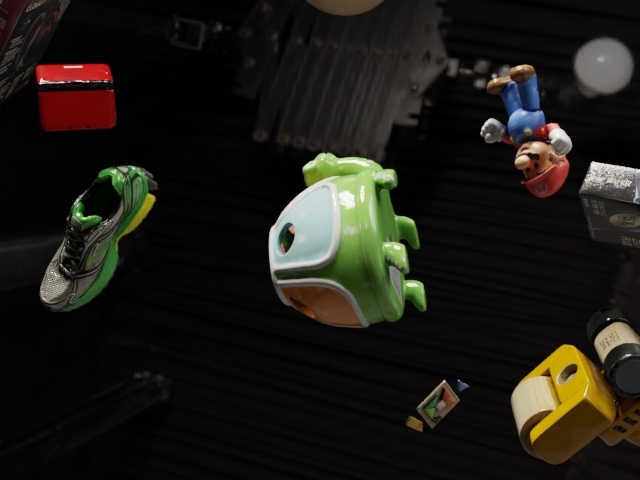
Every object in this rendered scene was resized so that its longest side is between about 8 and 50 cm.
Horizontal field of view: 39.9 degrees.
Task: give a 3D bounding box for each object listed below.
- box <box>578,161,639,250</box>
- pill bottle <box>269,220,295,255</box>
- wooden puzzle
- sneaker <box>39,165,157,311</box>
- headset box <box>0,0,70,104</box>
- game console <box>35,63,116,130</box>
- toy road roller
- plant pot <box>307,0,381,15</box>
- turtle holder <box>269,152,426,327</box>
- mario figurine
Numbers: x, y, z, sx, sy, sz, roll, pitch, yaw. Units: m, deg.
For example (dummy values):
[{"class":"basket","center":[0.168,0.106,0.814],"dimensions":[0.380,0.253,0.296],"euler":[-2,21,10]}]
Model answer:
[{"class":"box","center":[0.593,-0.060,1.700],"dimensions":[0.077,0.147,0.180],"euler":[-63,-34,-20]},{"class":"pill bottle","center":[-0.011,0.039,2.464],"dimensions":[0.407,0.229,0.229],"euler":[-147,67,-68]},{"class":"wooden puzzle","center":[0.195,0.272,1.450],"dimensions":[0.116,0.014,0.078],"euler":[-49,-47,-3]},{"class":"sneaker","center":[-0.477,-0.010,1.782],"dimensions":[0.344,0.134,0.146],"euler":[-59,-21,7]},{"class":"headset box","center":[-0.484,-0.339,1.346],"dimensions":[0.293,0.110,0.218],"euler":[-49,11,31]},{"class":"game console","center":[-0.484,-0.285,1.743],"dimensions":[0.124,0.144,0.085],"euler":[-118,30,-48]},{"class":"toy road roller","center":[0.561,0.321,1.716],"dimensions":[0.329,0.240,0.202],"euler":[-43,13,18]},{"class":"plant pot","center":[0.066,-0.666,1.994],"dimensions":[0.191,0.284,0.284],"euler":[-130,52,-81]},{"class":"turtle holder","center":[0.034,-0.012,1.452],"dimensions":[0.243,0.227,0.320],"euler":[24,-125,-75]},{"class":"mario figurine","center":[0.495,-0.257,2.142],"dimensions":[0.198,0.170,0.321],"euler":[65,-173,-82]}]
